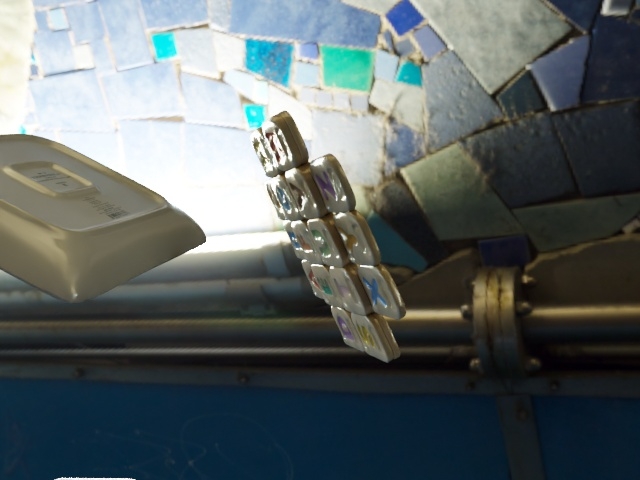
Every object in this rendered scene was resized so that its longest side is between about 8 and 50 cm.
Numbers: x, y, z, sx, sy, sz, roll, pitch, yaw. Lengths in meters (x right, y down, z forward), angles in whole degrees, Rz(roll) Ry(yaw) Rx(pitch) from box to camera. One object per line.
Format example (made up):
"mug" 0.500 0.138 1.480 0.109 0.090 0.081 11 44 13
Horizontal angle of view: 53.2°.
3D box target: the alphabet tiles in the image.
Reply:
"alphabet tiles" 0.000 0.000 0.705 0.021 0.284 0.278 -28 -171 -15

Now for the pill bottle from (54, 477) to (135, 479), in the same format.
"pill bottle" -0.328 0.371 0.876 0.152 0.086 0.086 18 175 -39

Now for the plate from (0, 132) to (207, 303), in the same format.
"plate" -0.284 -0.048 0.668 0.278 0.045 0.277 27 -163 8
